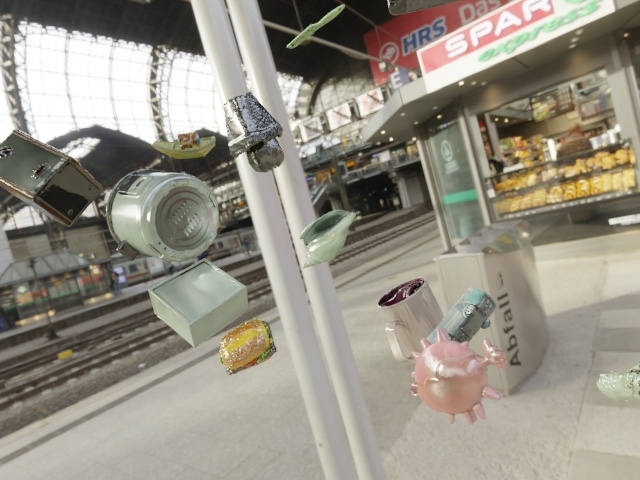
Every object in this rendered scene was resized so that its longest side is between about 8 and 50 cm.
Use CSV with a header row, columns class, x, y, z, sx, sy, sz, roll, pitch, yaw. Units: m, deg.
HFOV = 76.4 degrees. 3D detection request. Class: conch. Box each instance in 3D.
class,x,y,z,sx,sy,sz,roll,pitch,yaw
conch,0.003,-0.003,0.834,0.180,0.088,0.065,-53,9,31

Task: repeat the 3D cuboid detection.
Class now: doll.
class,x,y,z,sx,sy,sz,roll,pitch,yaw
doll,0.303,0.307,0.927,0.093,0.211,0.262,1,-40,-44

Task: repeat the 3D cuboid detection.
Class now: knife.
class,x,y,z,sx,sy,sz,roll,pitch,yaw
knife,-0.016,-0.619,1.179,0.207,0.014,0.030,-24,-20,30

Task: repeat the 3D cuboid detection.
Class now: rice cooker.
class,x,y,z,sx,sy,sz,roll,pitch,yaw
rice cooker,-0.415,-0.067,1.074,0.226,0.241,0.281,9,60,39

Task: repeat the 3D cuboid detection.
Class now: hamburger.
class,x,y,z,sx,sy,sz,roll,pitch,yaw
hamburger,-0.217,0.296,1.159,0.165,0.137,0.087,-28,-36,2

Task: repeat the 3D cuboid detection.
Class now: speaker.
class,x,y,z,sx,sy,sz,roll,pitch,yaw
speaker,-0.783,-0.175,1.146,0.230,0.153,0.193,25,-20,16

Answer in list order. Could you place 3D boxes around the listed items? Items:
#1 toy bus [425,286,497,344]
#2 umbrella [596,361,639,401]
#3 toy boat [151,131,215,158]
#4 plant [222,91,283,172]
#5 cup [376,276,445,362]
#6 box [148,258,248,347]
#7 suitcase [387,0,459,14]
class,x,y,z,sx,sy,sz,roll,pitch,yaw
toy bus,0.441,0.271,1.285,0.262,0.091,0.109,-48,22,-2
umbrella,0.562,0.255,0.723,0.062,0.067,0.143,-2,-26,-6
toy boat,-0.379,-0.267,1.136,0.172,0.066,0.065,-6,37,-1
plant,-0.215,-0.340,1.315,0.141,0.256,0.164,-17,14,44
cup,0.360,0.309,1.532,0.208,0.273,0.288,-27,5,17
box,-0.398,0.202,1.346,0.224,0.118,0.225,28,42,30
suitcase,0.423,-0.992,1.447,0.433,0.194,0.283,-8,-18,13
